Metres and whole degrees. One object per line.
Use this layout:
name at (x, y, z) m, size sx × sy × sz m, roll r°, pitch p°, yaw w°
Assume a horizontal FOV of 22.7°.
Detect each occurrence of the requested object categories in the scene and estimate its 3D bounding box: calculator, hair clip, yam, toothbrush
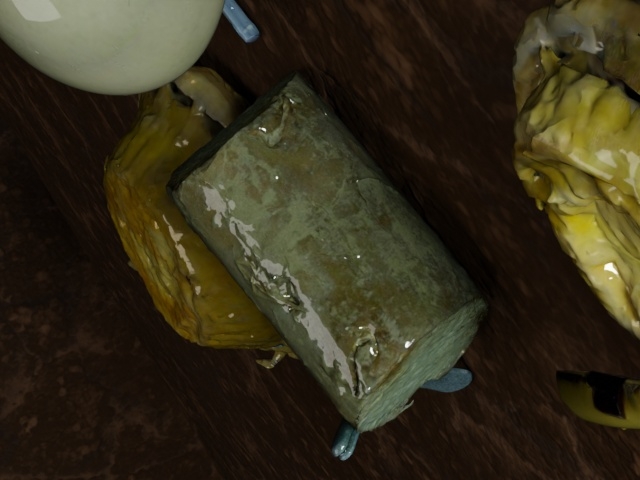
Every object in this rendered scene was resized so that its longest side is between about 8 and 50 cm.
calculator at (0.238, 0.096, 0.864) m, size 0.236 × 0.157 × 0.033 m, roll 174°, pitch 105°, yaw -66°
hair clip at (0.060, 0.139, 1.420) m, size 0.039 × 0.229 × 0.070 m, roll -41°, pitch 82°, yaw 34°
yam at (0.000, 0.000, 1.346) m, size 0.304 × 0.168 × 0.168 m, roll 51°, pitch 165°, yaw 11°
toothbrush at (-0.123, -0.267, 1.429) m, size 0.219 × 0.016 × 0.019 m, roll 54°, pitch 157°, yaw 6°

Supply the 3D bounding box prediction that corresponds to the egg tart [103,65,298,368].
egg tart at (-0.114, -0.015, 1.696) m, size 0.388 × 0.169 × 0.388 m, roll 51°, pitch 161°, yaw 25°

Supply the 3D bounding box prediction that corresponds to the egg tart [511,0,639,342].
egg tart at (0.190, -0.010, 0.851) m, size 0.279 × 0.095 × 0.279 m, roll 46°, pitch 166°, yaw 15°

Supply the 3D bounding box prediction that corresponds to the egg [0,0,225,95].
egg at (-0.187, -0.246, 1.283) m, size 0.269 × 0.219 × 0.219 m, roll 51°, pitch 166°, yaw -1°
